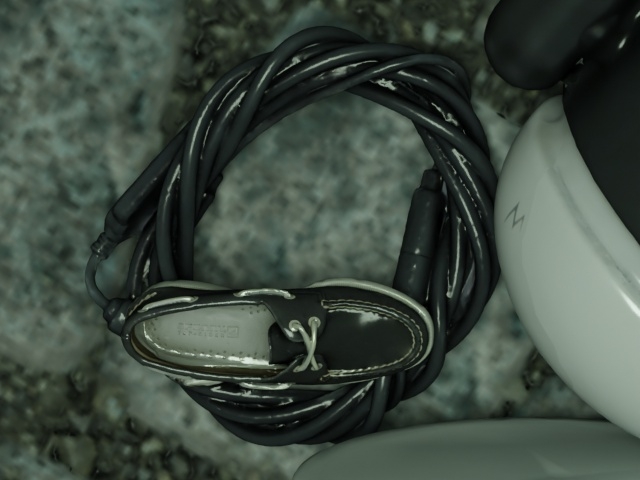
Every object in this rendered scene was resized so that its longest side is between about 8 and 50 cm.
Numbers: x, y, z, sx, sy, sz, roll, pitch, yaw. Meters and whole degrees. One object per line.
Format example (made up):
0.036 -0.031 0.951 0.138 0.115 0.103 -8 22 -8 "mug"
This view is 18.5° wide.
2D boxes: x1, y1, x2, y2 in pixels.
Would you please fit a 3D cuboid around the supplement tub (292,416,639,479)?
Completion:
0.089 0.246 0.739 0.235 0.235 0.324 1 98 10 "supplement tub"

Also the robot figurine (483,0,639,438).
0.187 -0.044 0.701 0.278 0.173 0.209 -47 69 27 "robot figurine"

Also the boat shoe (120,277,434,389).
-0.018 0.038 0.789 0.125 0.038 0.046 7 105 8 "boat shoe"

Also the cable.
0.000 0.000 0.816 0.150 0.047 0.184 45 102 1 "cable"
